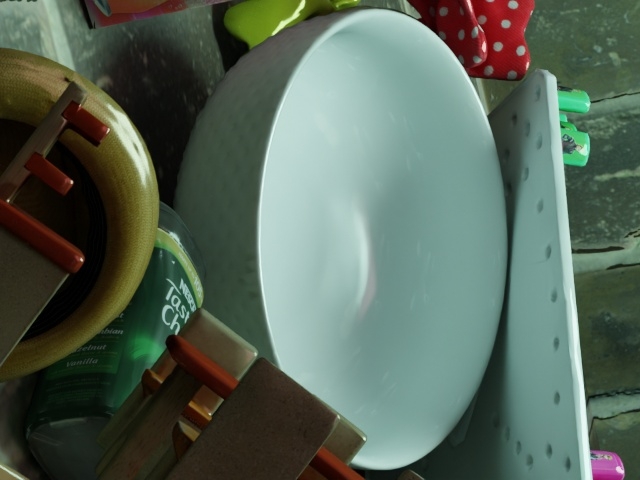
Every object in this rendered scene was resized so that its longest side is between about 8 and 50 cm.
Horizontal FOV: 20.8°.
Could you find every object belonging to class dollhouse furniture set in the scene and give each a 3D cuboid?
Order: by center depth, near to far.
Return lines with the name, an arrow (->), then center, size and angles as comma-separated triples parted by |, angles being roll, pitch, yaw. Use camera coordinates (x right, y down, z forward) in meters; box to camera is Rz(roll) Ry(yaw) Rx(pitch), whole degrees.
dollhouse furniture set -> -0.052, 0.061, 0.794 | 0.259, 0.135, 0.262 | 38, -4, -8

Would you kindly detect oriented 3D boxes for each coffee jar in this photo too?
coffee jar -> -0.121, 0.063, 1.070 | 0.096, 0.079, 0.184 | 63, 24, -44

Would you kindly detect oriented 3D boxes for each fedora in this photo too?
fedora -> -0.177, -0.018, 0.874 | 0.079, 0.194, 0.194 | 46, -16, 51

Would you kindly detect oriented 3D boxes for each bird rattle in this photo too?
bird rattle -> 0.053, -0.137, 1.475 | 0.143, 0.254, 0.206 | -31, 126, -69

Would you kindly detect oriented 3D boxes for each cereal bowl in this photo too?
cereal bowl -> 0.000, 0.000, 1.315 | 0.339, 0.141, 0.339 | 3, 86, -55

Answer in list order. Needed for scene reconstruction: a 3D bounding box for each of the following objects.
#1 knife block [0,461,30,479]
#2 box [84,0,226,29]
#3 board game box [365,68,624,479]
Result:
knife block -> -0.153, 0.123, 0.665 | 0.242, 0.276, 0.088 | 108, 5, -70
box -> -0.074, -0.273, 1.287 | 0.300, 0.154, 0.142 | -58, 135, -63
board game box -> 0.134, 0.111, 1.493 | 0.390, 0.050, 0.389 | 134, -41, -58
